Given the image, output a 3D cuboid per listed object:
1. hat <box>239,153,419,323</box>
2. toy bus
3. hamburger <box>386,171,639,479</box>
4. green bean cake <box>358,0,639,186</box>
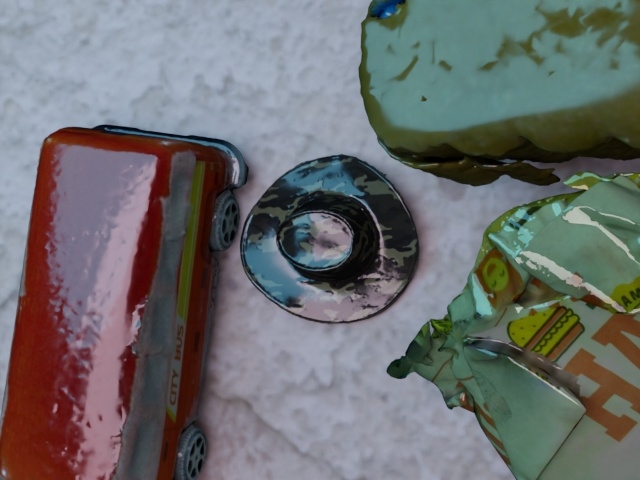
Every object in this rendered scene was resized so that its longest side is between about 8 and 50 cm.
[{"bbox_3d":[0.000,0.000,1.206,0.121,0.050,0.121,0,89,19],"label":"hat"},{"bbox_3d":[-0.133,0.057,1.206,0.121,0.120,0.265,8,89,17],"label":"toy bus"},{"bbox_3d":[0.153,0.059,1.088,0.235,0.125,0.214,-11,125,38],"label":"hamburger"},{"bbox_3d":[0.171,-0.186,1.102,0.285,0.202,0.310,1,86,30],"label":"green bean cake"}]
